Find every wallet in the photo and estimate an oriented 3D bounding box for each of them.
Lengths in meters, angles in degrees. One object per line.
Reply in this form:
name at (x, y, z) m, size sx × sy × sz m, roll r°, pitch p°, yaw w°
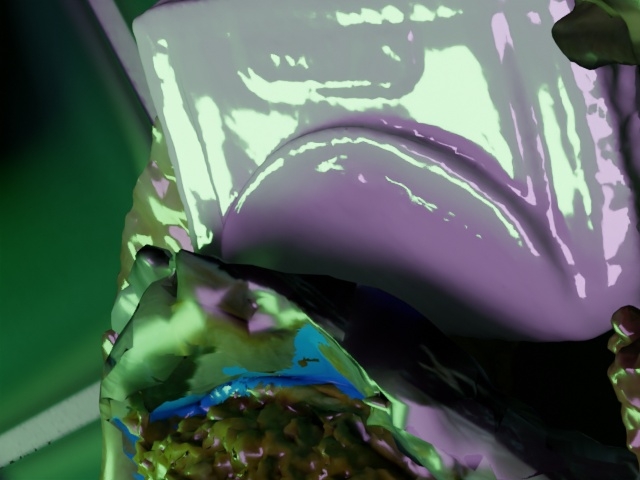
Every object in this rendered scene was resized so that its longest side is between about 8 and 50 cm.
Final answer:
wallet at (0.018, -0.027, 0.473) m, size 0.183 × 0.032 × 0.124 m, roll 2°, pitch 112°, yaw 42°

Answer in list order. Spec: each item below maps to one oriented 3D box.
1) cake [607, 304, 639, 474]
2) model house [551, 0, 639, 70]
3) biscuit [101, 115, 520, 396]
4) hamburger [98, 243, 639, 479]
cake at (0.166, 0.057, 0.349) m, size 0.135 × 0.135 × 0.147 m, roll -9°, pitch 108°, yaw 46°
model house at (0.156, -0.109, 0.266) m, size 0.205 × 0.218 × 0.279 m, roll 55°, pitch 165°, yaw -19°
biscuit at (0.000, 0.000, 0.553) m, size 0.187 × 0.036 × 0.273 m, roll 39°, pitch 132°, yaw 25°
hamburger at (-0.007, 0.140, 0.506) m, size 0.261 × 0.150 × 0.276 m, roll 9°, pitch 133°, yaw 32°
